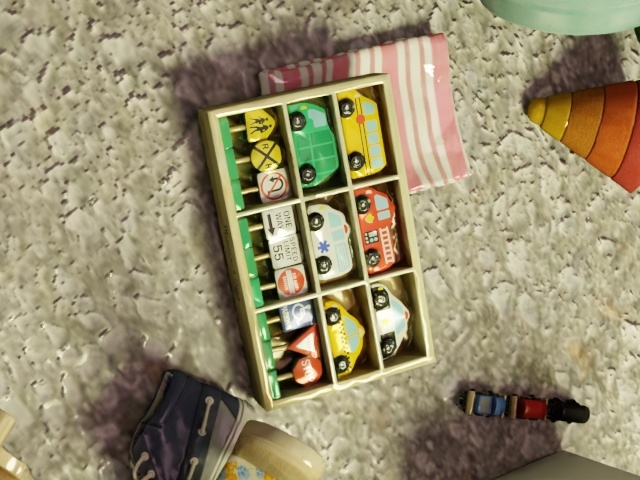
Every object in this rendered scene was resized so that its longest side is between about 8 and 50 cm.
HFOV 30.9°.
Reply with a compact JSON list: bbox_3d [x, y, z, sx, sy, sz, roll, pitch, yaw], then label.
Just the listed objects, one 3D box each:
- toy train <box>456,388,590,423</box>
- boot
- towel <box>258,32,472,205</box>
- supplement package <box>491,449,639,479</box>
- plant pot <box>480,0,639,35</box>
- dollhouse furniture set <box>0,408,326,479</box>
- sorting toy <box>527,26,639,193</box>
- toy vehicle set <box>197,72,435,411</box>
[{"bbox_3d":[0.204,0.167,1.148,0.158,0.036,0.027,9,89,-28],"label":"toy train"},{"bbox_3d":[-0.131,0.206,0.963,0.086,0.069,0.190,30,71,-19],"label":"boot"},{"bbox_3d":[0.043,-0.102,1.048,0.197,0.029,0.144,-17,100,-26],"label":"towel"},{"bbox_3d":[0.241,0.315,1.050,0.204,0.262,0.145,-16,102,-27],"label":"supplement package"},{"bbox_3d":[0.228,-0.303,1.016,0.293,0.293,0.196,-20,130,-25],"label":"plant pot"},{"bbox_3d":[-0.124,0.276,0.759,0.394,0.256,0.362,29,68,3],"label":"dollhouse furniture set"},{"bbox_3d":[0.291,-0.236,1.150,0.126,0.127,0.366,12,84,1],"label":"sorting toy"},{"bbox_3d":[0.000,0.000,1.006,0.165,0.035,0.267,-15,105,-18],"label":"toy vehicle set"}]
